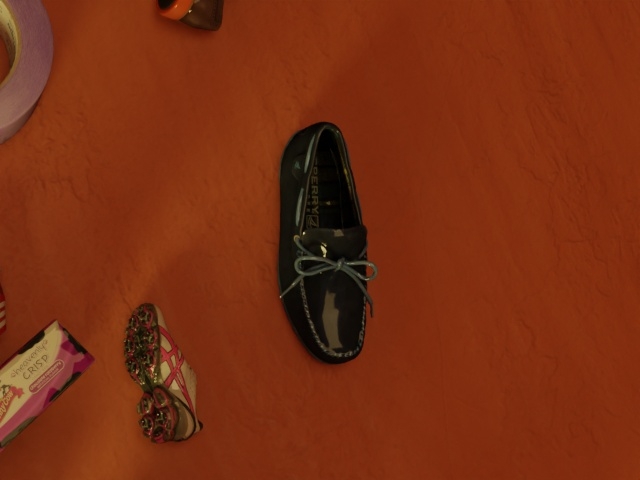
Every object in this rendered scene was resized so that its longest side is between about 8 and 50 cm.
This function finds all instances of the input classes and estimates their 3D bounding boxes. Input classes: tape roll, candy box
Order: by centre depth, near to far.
[{"bbox_3d":[-0.363,0.185,1.361,0.071,0.233,0.159,47,64,-4],"label":"candy box"},{"bbox_3d":[-0.489,-0.247,1.504,0.274,0.090,0.275,6,74,-21],"label":"tape roll"}]

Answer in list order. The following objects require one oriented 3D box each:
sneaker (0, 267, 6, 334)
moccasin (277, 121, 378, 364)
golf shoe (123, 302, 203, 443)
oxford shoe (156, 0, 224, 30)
[{"bbox_3d":[-0.488,0.102,1.416,0.221,0.087,0.128,-11,80,-23],"label":"sneaker"},{"bbox_3d":[0.000,0.000,1.620,0.137,0.117,0.342,-8,79,-23],"label":"moccasin"},{"bbox_3d":[-0.205,0.173,1.530,0.086,0.067,0.186,3,71,-51],"label":"golf shoe"},{"bbox_3d":[-0.166,-0.432,1.694,0.098,0.097,0.271,21,73,-37],"label":"oxford shoe"}]
